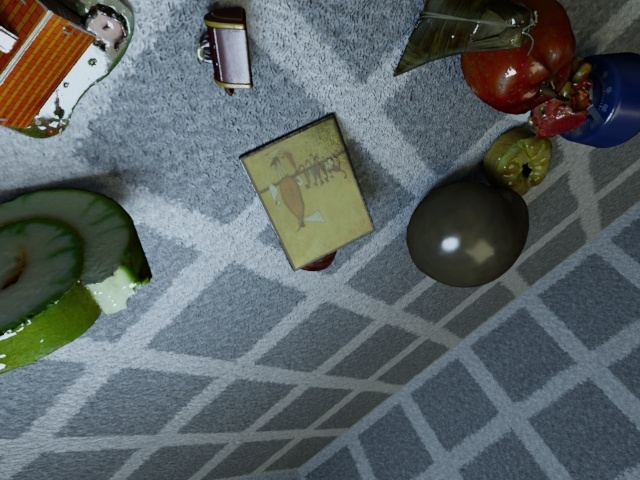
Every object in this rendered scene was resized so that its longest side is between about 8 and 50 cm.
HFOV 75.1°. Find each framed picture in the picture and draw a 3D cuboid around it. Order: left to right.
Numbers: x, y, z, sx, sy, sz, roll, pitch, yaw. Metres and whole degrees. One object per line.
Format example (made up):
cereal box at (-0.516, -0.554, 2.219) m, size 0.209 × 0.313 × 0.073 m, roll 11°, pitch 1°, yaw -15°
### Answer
framed picture at (-0.020, -0.111, 1.054) m, size 0.255 × 0.014 × 0.338 m, roll -26°, pitch 117°, yaw -7°

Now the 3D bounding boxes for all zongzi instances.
zongzi at (0.298, -0.408, 0.888) m, size 0.111 × 0.247 × 0.241 m, roll -19°, pitch 145°, yaw -44°

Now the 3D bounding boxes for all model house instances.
model house at (-0.423, -0.260, 0.613) m, size 0.294 × 0.154 × 0.207 m, roll -43°, pitch 140°, yaw 12°

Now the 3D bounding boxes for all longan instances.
longan at (0.473, -0.021, 1.345) m, size 0.405 × 0.336 × 0.404 m, roll -18°, pitch 143°, yaw -15°

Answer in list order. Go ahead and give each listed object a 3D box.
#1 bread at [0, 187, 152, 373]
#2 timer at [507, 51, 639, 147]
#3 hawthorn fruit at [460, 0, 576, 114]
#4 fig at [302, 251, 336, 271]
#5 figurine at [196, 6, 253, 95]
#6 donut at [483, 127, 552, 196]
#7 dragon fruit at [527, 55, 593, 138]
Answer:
bread at (-0.499, 0.061, 0.730) m, size 0.382 × 0.366 × 0.129 m, roll 2°, pitch 134°, yaw -3°
timer at (0.701, -0.409, 1.193) m, size 0.384 × 0.270 × 0.270 m, roll -1°, pitch 134°, yaw -15°
hawthorn fruit at (0.472, -0.412, 0.951) m, size 0.254 × 0.300 × 0.254 m, roll -19°, pitch 143°, yaw -15°
fig at (-0.008, 0.018, 1.203) m, size 0.202 × 0.148 × 0.149 m, roll 13°, pitch 91°, yaw -28°
figurine at (-0.177, -0.338, 0.769) m, size 0.098 × 0.082 × 0.154 m, roll -6°, pitch 138°, yaw -10°
donut at (0.657, -0.256, 1.389) m, size 0.209 × 0.128 × 0.261 m, roll -36°, pitch 142°, yaw 2°
dragon fruit at (0.611, -0.351, 1.045) m, size 0.133 × 0.150 × 0.207 m, roll -9°, pitch 123°, yaw -33°
